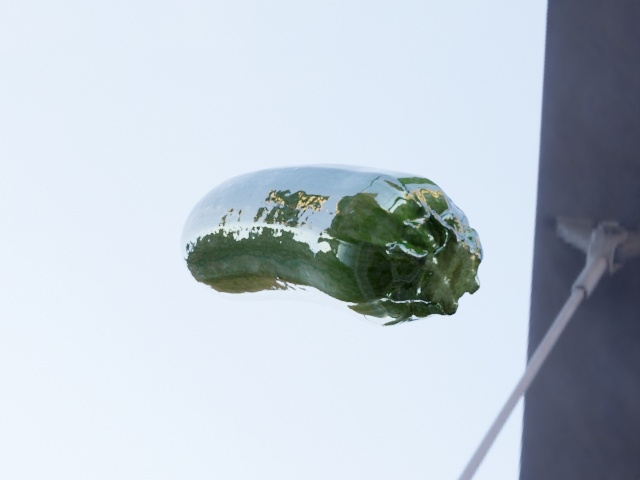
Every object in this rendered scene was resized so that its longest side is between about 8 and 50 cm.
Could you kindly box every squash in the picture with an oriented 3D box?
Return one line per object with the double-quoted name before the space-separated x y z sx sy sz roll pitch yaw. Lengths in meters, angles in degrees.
"squash" 0.000 0.000 0.648 0.068 0.219 0.077 38 -106 -31
